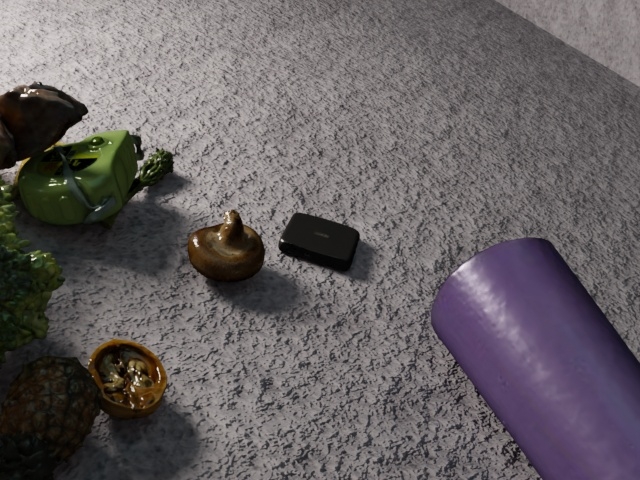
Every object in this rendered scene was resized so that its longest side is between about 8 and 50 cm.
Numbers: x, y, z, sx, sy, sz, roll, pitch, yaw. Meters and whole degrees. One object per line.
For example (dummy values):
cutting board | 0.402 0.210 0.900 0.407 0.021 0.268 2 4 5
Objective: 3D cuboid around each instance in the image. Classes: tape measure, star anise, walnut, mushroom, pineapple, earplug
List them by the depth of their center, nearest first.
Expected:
pineapple | -0.305 0.218 0.863 0.108 0.108 0.198 15 45 -1
walnut | -0.235 0.176 0.987 0.091 0.052 0.121 -1 38 -27
earplug | 0.334 0.213 1.048 0.215 0.215 0.456 -2 40 -26
star anise | -0.506 -0.157 1.219 0.331 0.118 0.332 -22 16 6
mushroom | -0.143 0.015 1.245 0.126 0.085 0.109 -8 74 -36
tape measure | -0.375 -0.089 1.276 0.175 0.106 0.200 -6 36 2

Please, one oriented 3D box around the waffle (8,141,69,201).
waffle | -0.441 -0.104 1.352 0.125 0.032 0.191 11 35 -14

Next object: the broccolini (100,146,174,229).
broccolini | -0.305 -0.088 1.373 0.051 0.054 0.239 -18 25 24

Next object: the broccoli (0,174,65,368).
broccoli | -0.435 0.040 0.938 0.260 0.235 0.288 -22 61 -42

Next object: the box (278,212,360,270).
box | 0.000 0.000 1.386 0.126 0.027 0.125 17 30 4
